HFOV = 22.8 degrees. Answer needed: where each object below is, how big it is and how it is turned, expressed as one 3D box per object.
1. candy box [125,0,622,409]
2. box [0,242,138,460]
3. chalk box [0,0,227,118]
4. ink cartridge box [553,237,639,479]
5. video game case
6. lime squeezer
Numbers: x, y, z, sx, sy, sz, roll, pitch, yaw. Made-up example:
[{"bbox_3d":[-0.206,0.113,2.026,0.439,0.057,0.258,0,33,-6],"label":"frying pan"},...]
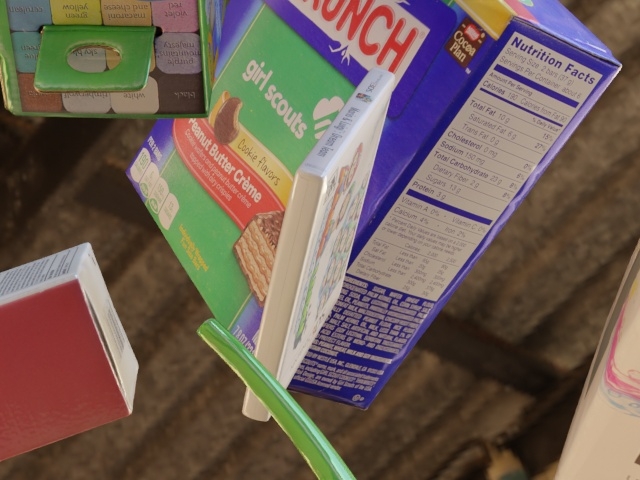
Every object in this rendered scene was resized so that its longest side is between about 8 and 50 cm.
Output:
[{"bbox_3d":[0.022,-0.086,1.153,0.122,0.268,0.317,18,-65,-41],"label":"candy box"},{"bbox_3d":[-0.280,0.107,1.305,0.232,0.148,0.126,-20,-79,0],"label":"box"},{"bbox_3d":[-0.130,-0.162,0.990,0.132,0.213,0.132,1,-53,1],"label":"chalk box"},{"bbox_3d":[0.194,0.036,0.471,0.207,0.119,0.353,20,-27,9],"label":"ink cartridge box"},{"bbox_3d":[0.000,0.000,0.874,0.019,0.143,0.157,19,-59,9],"label":"video game case"},{"bbox_3d":[0.015,0.175,0.709,0.110,0.310,0.059,-19,-20,32],"label":"lime squeezer"}]
